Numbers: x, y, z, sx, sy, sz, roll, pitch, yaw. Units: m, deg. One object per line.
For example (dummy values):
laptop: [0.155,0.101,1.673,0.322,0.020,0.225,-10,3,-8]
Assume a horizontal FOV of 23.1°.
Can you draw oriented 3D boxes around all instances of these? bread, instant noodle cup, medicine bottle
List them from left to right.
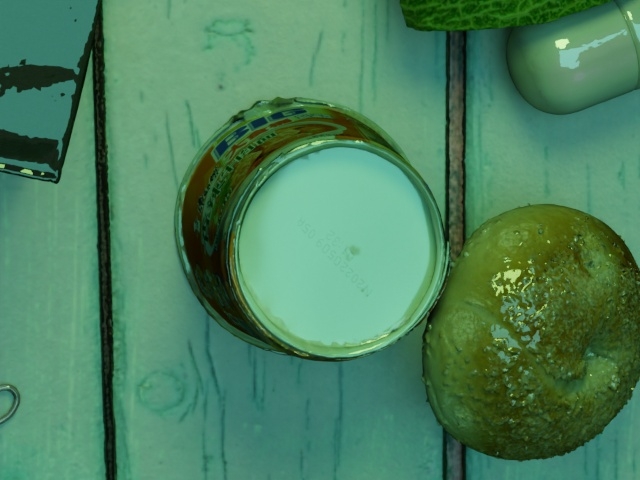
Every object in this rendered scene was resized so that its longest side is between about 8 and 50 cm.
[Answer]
instant noodle cup: [0.000,0.000,1.642,0.296,0.214,0.296,-2,98,-11]
bread: [0.244,0.107,1.683,0.306,0.159,0.305,-20,121,-38]
medicine bottle: [0.366,-0.242,1.720,0.341,0.130,0.130,-21,101,-7]

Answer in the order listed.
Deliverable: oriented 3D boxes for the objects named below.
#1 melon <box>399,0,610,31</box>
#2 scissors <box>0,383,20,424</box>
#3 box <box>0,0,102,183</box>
melon: [0.236,-0.388,1.652,0.344,0.226,0.331,-8,83,3]
scissors: [-0.412,0.201,1.692,0.176,0.022,0.085,-40,105,-6]
box: [-0.350,-0.198,1.484,0.251,0.345,0.204,15,96,-14]
